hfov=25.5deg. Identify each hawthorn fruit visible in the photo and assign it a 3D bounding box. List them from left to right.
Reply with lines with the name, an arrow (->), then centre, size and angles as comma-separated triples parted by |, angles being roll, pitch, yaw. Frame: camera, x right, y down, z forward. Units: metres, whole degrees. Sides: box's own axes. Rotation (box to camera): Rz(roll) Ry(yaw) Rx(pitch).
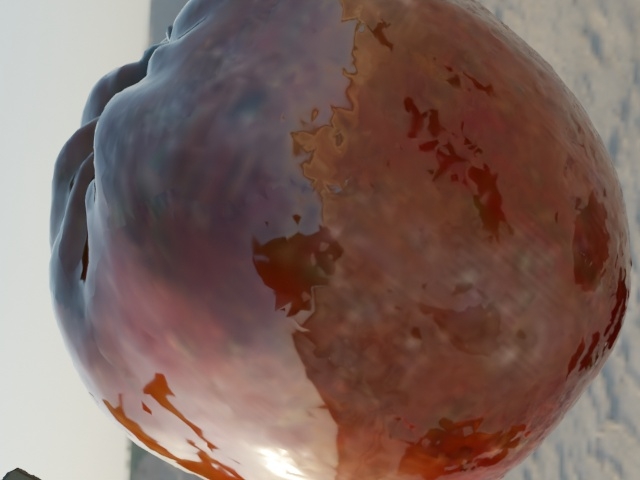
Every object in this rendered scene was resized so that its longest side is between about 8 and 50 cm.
hawthorn fruit -> 0.000, 0.000, 0.656 | 0.284, 0.284, 0.284 | -177, 90, -83

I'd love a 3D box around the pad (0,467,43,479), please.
pad -> -0.148, 0.232, 0.811 | 0.163, 0.243, 0.004 | -51, 47, -2
